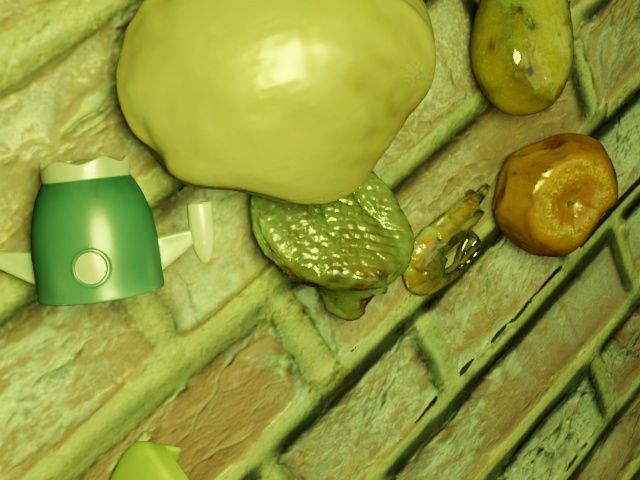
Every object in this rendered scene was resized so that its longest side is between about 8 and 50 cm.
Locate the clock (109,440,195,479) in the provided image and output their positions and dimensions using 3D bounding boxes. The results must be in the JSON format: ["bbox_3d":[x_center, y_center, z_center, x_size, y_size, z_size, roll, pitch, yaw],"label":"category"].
[{"bbox_3d":[-0.208,0.429,1.047,0.096,0.308,0.234,24,87,-38],"label":"clock"}]

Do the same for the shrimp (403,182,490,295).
[{"bbox_3d":[0.253,0.009,1.452,0.254,0.059,0.145,-40,125,-22],"label":"shrimp"}]

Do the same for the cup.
[{"bbox_3d":[-0.285,-0.017,0.974,0.300,0.167,0.173,-7,98,-10],"label":"cup"}]

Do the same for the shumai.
[{"bbox_3d":[0.000,0.000,1.230,0.222,0.203,0.272,-39,87,-26],"label":"shumai"}]

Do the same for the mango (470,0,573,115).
[{"bbox_3d":[0.355,-0.386,1.375,0.176,0.176,0.329,34,56,-69],"label":"mango"}]

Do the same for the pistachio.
[{"bbox_3d":[-0.045,-0.221,1.044,0.446,0.281,0.365,-18,104,-12],"label":"pistachio"}]

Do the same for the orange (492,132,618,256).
[{"bbox_3d":[0.446,-0.086,1.499,0.249,0.183,0.248,-7,112,-17],"label":"orange"}]
